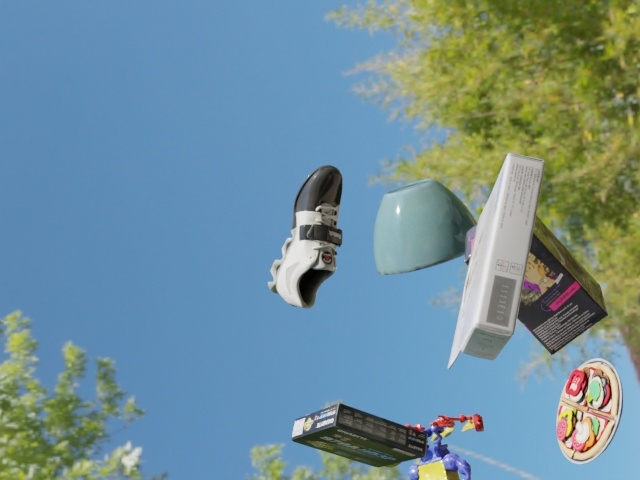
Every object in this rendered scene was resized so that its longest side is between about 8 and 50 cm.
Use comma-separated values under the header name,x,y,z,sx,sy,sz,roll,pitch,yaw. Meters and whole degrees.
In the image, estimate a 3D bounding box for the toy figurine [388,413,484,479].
name,x,y,z,sx,sy,sz,roll,pitch,yaw
toy figurine,0.248,0.573,2.200,0.191,0.362,0.217,13,-121,-44

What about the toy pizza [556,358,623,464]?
name,x,y,z,sx,sy,sz,roll,pitch,yaw
toy pizza,0.492,0.316,1.668,0.032,0.201,0.201,19,-115,-14

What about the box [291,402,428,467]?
name,x,y,z,sx,sy,sz,roll,pitch,yaw
box,0.078,0.397,1.805,0.220,0.175,0.051,23,-121,-24

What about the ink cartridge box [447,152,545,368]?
name,x,y,z,sx,sy,sz,roll,pitch,yaw
ink cartridge box,0.259,0.045,1.335,0.239,0.060,0.275,90,-166,-67

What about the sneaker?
name,x,y,z,sx,sy,sz,roll,pitch,yaw
sneaker,0.000,0.000,1.999,0.122,0.146,0.331,6,-71,-38

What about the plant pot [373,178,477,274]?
name,x,y,z,sx,sy,sz,roll,pitch,yaw
plant pot,0.259,-0.049,2.330,0.290,0.290,0.195,-27,-79,-53

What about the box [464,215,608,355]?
name,x,y,z,sx,sy,sz,roll,pitch,yaw
box,0.427,0.065,1.788,0.270,0.143,0.165,47,-159,-8
